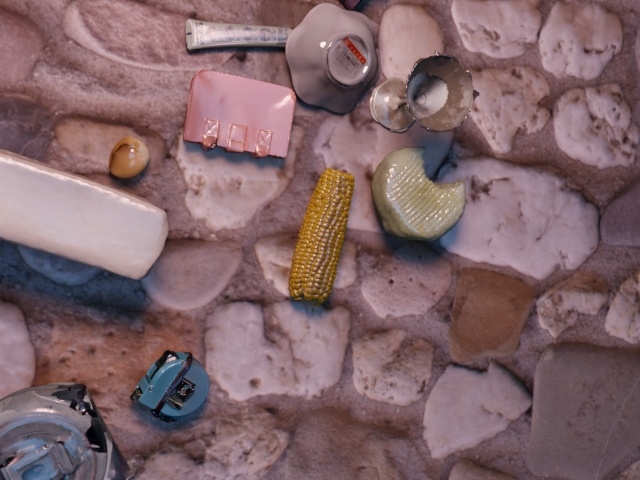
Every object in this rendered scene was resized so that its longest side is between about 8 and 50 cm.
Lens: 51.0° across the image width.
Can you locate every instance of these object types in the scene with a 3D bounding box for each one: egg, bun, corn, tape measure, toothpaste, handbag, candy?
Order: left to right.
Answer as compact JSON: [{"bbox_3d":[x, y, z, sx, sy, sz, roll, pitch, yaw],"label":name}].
[{"bbox_3d":[-0.521,0.403,1.261,0.275,0.147,0.256,-27,102,-15],"label":"tape measure"},{"bbox_3d":[-0.464,-0.051,1.204,0.359,0.208,0.145,20,90,-19],"label":"candy"},{"bbox_3d":[-0.371,-0.158,1.297,0.083,0.071,0.071,-44,107,6],"label":"egg"},{"bbox_3d":[-0.293,0.295,1.359,0.125,0.081,0.146,39,83,-28],"label":"tape measure"},{"bbox_3d":[-0.164,-0.250,1.360,0.213,0.059,0.157,8,92,-17],"label":"handbag"},{"bbox_3d":[-0.152,-0.414,1.359,0.239,0.039,0.062,-4,95,-17],"label":"toothpaste"},{"bbox_3d":[0.000,0.000,1.414,0.102,0.101,0.310,12,93,-18],"label":"corn"},{"bbox_3d":[0.208,-0.099,1.458,0.204,0.126,0.212,-24,94,-14],"label":"bun"}]

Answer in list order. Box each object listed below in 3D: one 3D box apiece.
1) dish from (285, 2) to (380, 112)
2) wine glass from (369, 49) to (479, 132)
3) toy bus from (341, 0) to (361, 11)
[{"bbox_3d":[0.044,-0.374,1.382,0.229,0.081,0.229,-7,106,-26],"label":"dish"},{"bbox_3d":[0.197,-0.290,1.381,0.156,0.232,0.156,-2,96,-16],"label":"wine glass"},{"bbox_3d":[0.133,-0.614,1.406,0.112,0.090,0.274,44,80,-8],"label":"toy bus"}]
